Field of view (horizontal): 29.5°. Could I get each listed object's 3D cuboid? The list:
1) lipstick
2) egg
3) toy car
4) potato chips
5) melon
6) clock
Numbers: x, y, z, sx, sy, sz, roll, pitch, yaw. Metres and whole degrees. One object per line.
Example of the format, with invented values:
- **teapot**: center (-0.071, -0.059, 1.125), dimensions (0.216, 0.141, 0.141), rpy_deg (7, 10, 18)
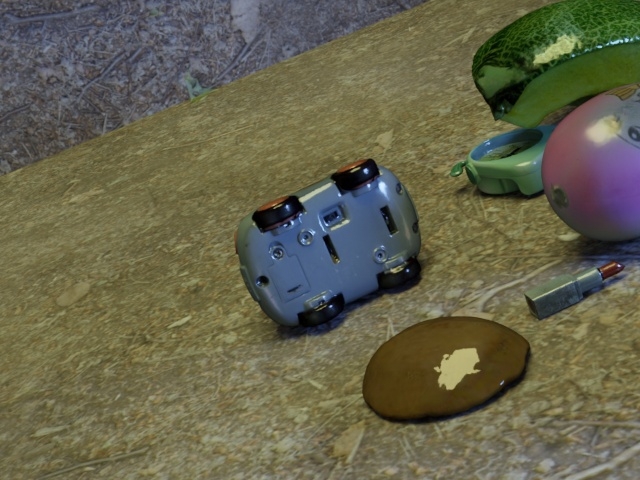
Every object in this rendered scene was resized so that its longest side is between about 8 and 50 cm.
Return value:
- **lipstick**: center (0.315, 0.054, 1.484), dimensions (0.129, 0.030, 0.030), rpy_deg (-24, 20, -7)
- **egg**: center (0.409, -0.108, 1.568), dimensions (0.271, 0.196, 0.196), rpy_deg (-32, 22, -35)
- **toy car**: center (0.000, 0.000, 1.742), dimensions (0.270, 0.180, 0.212), rpy_deg (-26, 11, -15)
- **potato chips**: center (0.137, 0.135, 1.419), dimensions (0.195, 0.062, 0.208), rpy_deg (-32, 25, -20)
- **melon**: center (0.405, -0.279, 1.901), dimensions (0.344, 0.226, 0.331), rpy_deg (1, 15, -44)
- **clock**: center (0.300, -0.125, 1.900), dimensions (0.148, 0.060, 0.188), rpy_deg (-36, 25, -33)
